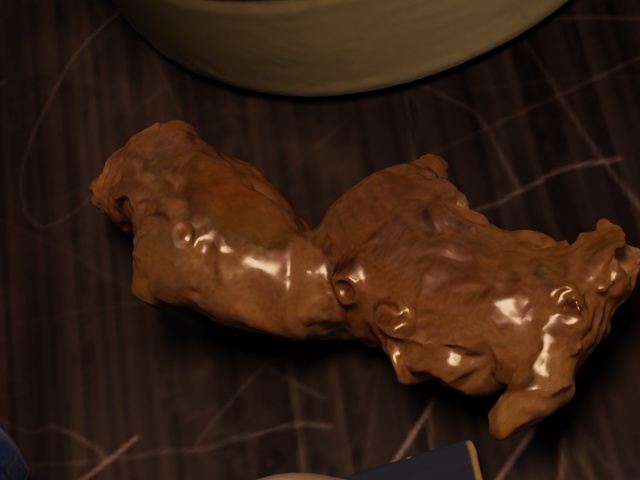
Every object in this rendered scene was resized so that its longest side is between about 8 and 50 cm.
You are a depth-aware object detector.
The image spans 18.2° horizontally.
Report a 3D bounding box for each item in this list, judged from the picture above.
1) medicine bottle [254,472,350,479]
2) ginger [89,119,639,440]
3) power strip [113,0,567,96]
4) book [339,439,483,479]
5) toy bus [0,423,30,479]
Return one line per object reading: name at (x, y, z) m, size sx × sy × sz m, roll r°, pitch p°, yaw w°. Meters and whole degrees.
medicine bottle at (0.009, 0.146, 0.752) m, size 0.352 × 0.110 × 0.110 m, roll 8°, pitch 60°, yaw 27°
ginger at (0.002, 0.000, 0.900) m, size 0.290 × 0.084 × 0.122 m, roll 17°, pitch 71°, yaw 32°
power strip at (-0.003, -0.246, 1.027) m, size 0.357 × 0.161 × 0.357 m, roll -12°, pitch 53°, yaw 16°
book at (-0.068, 0.220, 0.818) m, size 0.322 × 0.018 × 0.228 m, roll -19°, pitch 52°, yaw 10°
toy bus at (-0.224, 0.163, 0.864) m, size 0.094 × 0.079 × 0.236 m, roll 17°, pitch 64°, yaw 31°
